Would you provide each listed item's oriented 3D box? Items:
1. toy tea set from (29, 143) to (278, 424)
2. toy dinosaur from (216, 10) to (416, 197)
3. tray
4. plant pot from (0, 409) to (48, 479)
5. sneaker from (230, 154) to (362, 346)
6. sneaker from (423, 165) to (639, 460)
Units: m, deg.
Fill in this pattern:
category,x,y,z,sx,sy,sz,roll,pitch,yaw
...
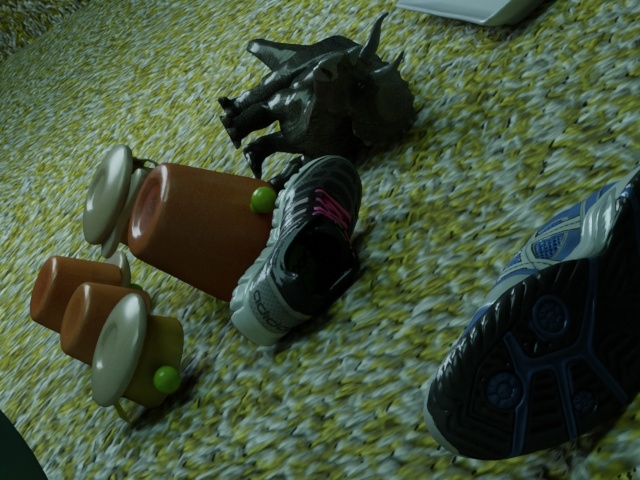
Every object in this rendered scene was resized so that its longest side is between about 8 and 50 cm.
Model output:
category,x,y,z,sx,sy,sz,roll,pitch,yaw
toy tea set,-0.124,0.031,1.450,0.336,0.124,0.200,22,93,68
toy dinosaur,0.000,-0.117,1.543,0.160,0.121,0.313,-27,13,3
tray,0.160,-0.234,1.586,0.145,0.030,0.270,-40,16,-3
plant pot,-0.294,0.189,1.093,0.293,0.235,0.293,-42,20,19
sneaker,0.000,0.000,1.280,0.075,0.063,0.170,-24,28,44
sneaker,0.122,0.039,0.906,0.211,0.080,0.081,-39,7,-32
